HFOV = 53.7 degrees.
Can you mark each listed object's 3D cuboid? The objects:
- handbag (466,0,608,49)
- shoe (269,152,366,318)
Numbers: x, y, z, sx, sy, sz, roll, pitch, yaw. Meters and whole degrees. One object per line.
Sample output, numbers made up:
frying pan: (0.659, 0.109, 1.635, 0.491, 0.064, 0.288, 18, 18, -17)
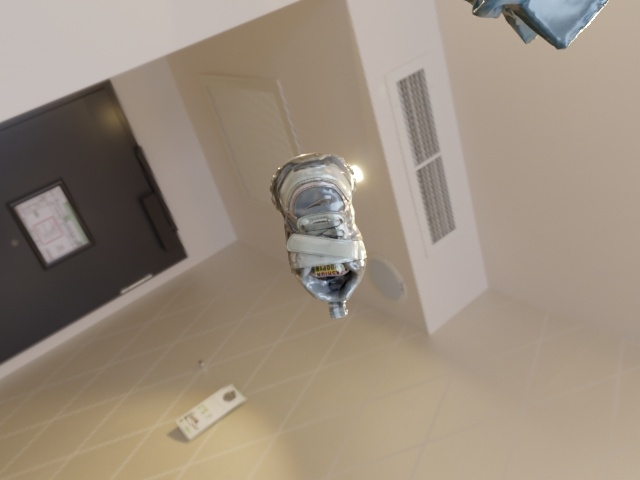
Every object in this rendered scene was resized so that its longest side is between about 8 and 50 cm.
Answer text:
handbag: (0.099, -0.228, 0.322, 0.229, 0.179, 0.062, 36, 10, -26)
shoe: (0.000, 0.000, 0.633, 0.180, 0.089, 0.092, 77, 7, -48)
